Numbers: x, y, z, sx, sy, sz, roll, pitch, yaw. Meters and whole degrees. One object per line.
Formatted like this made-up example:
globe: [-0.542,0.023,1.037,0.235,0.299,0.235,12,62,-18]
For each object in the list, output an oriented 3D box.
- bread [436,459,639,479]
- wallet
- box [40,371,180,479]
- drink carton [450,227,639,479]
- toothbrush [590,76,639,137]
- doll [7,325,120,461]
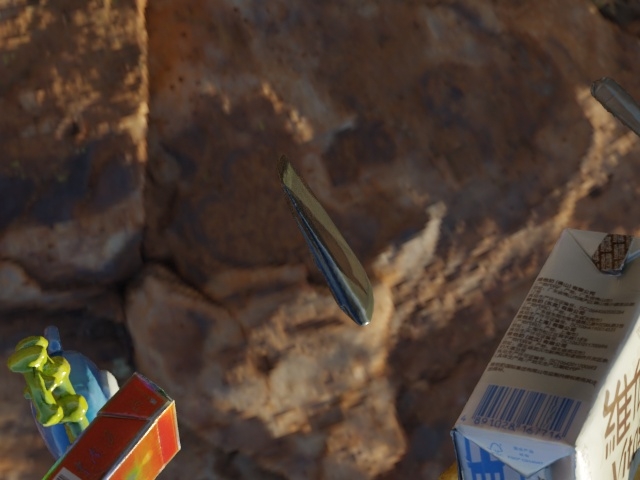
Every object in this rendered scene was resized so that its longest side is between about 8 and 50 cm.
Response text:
bread: [0.293,0.315,1.785,0.375,0.236,0.165,-47,152,7]
wallet: [0.000,0.000,2.089,0.052,0.168,0.245,-29,105,8]
box: [-0.194,0.209,1.261,0.175,0.048,0.112,-50,162,-26]
drink carton: [0.260,0.163,1.493,0.132,0.324,0.194,9,132,26]
toothbrush: [0.383,-0.070,1.499,0.030,0.297,0.030,-1,133,-53]
doll: [-0.227,0.233,1.522,0.098,0.341,0.346,-24,162,-9]
